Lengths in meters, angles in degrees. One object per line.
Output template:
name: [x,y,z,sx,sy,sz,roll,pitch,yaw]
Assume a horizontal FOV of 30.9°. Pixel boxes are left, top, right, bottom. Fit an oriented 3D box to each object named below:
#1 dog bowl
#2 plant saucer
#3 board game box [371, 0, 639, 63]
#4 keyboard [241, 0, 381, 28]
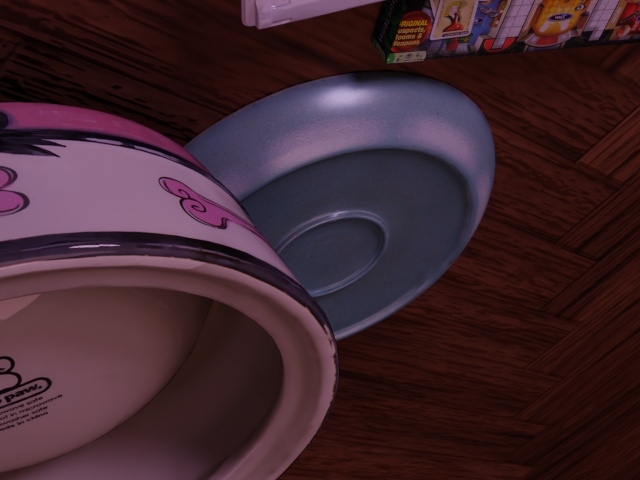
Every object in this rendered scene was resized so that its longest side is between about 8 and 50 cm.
dog bowl: [-0.201,0.082,0.724,0.408,0.150,0.408,-16,145,-11]
plant saucer: [0.000,0.000,0.908,0.317,0.044,0.317,-17,146,-12]
board game box: [0.170,-0.186,0.776,0.259,0.030,0.136,-9,141,-23]
keyboard: [0.074,-0.182,0.688,0.256,0.014,0.072,-16,140,-14]
